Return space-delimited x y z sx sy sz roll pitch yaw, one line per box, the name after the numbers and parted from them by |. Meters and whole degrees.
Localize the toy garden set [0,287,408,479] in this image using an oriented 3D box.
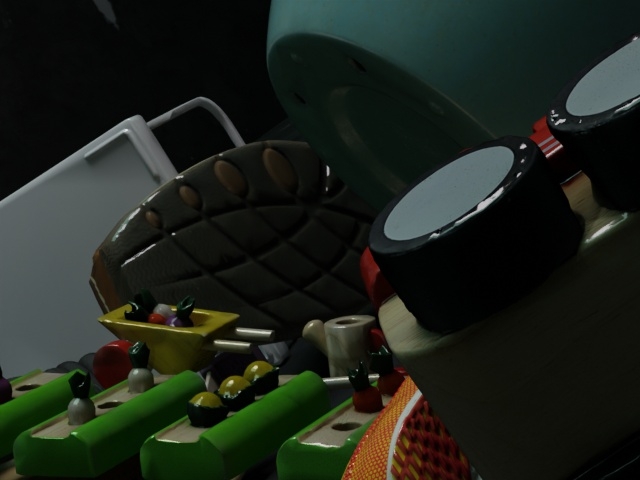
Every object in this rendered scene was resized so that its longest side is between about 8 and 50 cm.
-0.048 0.061 0.863 0.244 0.049 0.204 -2 11 26 | toy garden set

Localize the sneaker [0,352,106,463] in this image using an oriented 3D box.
-0.171 0.147 1.086 0.147 0.104 0.296 -13 -15 -22 | sneaker

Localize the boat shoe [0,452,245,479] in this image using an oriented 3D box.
-0.132 0.144 0.845 0.089 0.104 0.285 -24 8 32 | boat shoe

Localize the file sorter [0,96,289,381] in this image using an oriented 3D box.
-0.161 0.042 1.306 0.278 0.193 0.173 -30 5 23 | file sorter

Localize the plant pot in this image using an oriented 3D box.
0.114 -0.119 0.875 0.235 0.293 0.293 -51 12 -16 | plant pot

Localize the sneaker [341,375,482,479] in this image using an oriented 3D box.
0.055 0.065 0.725 0.067 0.064 0.175 -40 -2 41 | sneaker

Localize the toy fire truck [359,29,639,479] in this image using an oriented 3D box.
0.124 -0.021 0.600 0.217 0.158 0.246 -35 18 4 | toy fire truck

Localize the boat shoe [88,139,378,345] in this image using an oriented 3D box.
0.000 0.000 1.120 0.324 0.122 0.120 -18 -11 -34 | boat shoe

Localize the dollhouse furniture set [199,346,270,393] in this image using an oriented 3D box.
-0.094 0.075 1.107 0.091 0.114 0.081 -30 12 6 | dollhouse furniture set
